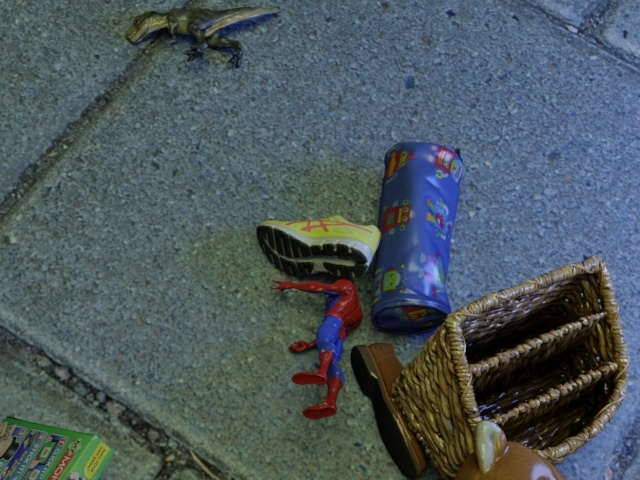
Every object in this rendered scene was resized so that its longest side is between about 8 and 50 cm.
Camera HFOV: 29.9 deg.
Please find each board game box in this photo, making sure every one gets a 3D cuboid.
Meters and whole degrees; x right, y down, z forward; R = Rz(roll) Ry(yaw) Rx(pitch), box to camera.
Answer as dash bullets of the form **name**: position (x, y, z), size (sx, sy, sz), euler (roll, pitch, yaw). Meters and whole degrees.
- **board game box**: position (-0.419, 0.377, 1.519), size (0.213, 0.046, 0.317), euler (2, 51, 44)

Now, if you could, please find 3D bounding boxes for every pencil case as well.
- **pencil case**: position (0.148, -0.004, 1.817), size (0.119, 0.133, 0.306), euler (-16, 53, 36)

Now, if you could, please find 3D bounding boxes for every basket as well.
- **basket**: position (0.288, 0.192, 1.632), size (0.299, 0.223, 0.213), euler (-16, 64, -32)

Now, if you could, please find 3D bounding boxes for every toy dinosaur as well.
- **toy dinosaur**: position (-0.185, -0.346, 1.995), size (0.268, 0.064, 0.118), euler (-7, 57, -14)

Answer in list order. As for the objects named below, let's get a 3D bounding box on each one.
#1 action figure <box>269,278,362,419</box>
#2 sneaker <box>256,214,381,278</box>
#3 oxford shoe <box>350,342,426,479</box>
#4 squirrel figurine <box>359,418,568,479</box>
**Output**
- **action figure**: position (-0.018, 0.137, 1.718), size (0.139, 0.091, 0.280), euler (-4, 29, 18)
- **sneaker**: position (0.000, 0.000, 1.802), size (0.208, 0.081, 0.094), euler (12, 41, 30)
- **oxford shoe**: position (0.115, 0.236, 1.712), size (0.076, 0.076, 0.212), euler (-10, 63, -21)
- **squirrel figurine**: position (0.117, 0.384, 1.398), size (0.397, 0.281, 0.370), euler (12, 58, 30)
